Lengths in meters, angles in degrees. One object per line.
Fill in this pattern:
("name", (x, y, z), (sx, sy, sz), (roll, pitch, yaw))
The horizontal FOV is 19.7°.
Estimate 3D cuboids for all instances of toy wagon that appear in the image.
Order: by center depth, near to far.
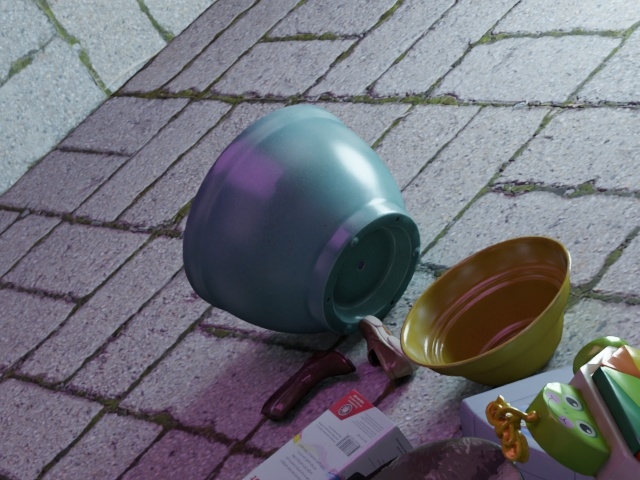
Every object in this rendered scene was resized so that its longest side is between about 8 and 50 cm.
("toy wagon", (0.294, 0.181, 1.522), (0.068, 0.344, 0.267), (-56, 30, 24))

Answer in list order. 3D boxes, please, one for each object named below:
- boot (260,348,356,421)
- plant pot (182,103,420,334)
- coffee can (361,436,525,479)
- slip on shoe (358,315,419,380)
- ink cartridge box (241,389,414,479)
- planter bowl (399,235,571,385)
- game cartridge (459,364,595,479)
("boot", (-0.018, 0.182, 2.260), (0.114, 0.037, 0.106), (-41, 12, -21))
("plant pot", (0.000, 0.000, 2.325), (0.293, 0.293, 0.196), (-44, 52, -19))
("coffee can", (0.140, 0.328, 1.515), (0.201, 0.275, 0.201), (-27, 26, 14))
("slip on shoe", (0.072, 0.132, 2.227), (0.041, 0.051, 0.135), (-36, 32, -9))
("ink cartridge box", (0.010, 0.261, 2.040), (0.175, 0.072, 0.127), (-38, 25, -8))
("planter bowl", (0.204, 0.098, 2.071), (0.217, 0.090, 0.217), (-27, 26, 14))
("game cartridge", (0.270, 0.188, 1.783), (0.198, 0.062, 0.297), (-11, 15, -26))
